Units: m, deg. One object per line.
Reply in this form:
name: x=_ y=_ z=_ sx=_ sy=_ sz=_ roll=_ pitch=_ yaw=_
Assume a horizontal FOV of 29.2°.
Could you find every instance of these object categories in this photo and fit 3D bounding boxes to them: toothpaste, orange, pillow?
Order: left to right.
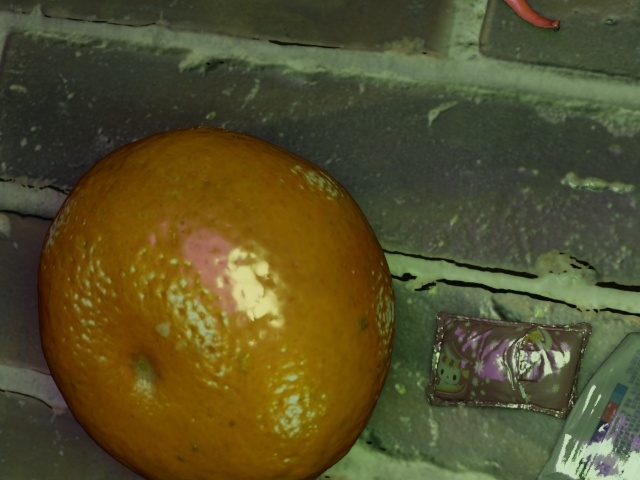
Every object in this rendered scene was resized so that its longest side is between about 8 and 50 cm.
orange: x=-0.110 y=0.076 z=1.378 sx=0.424 sy=0.326 sz=0.423 roll=13 pitch=115 yaw=29
pillow: x=0.218 y=0.144 z=1.429 sx=0.185 sy=0.043 sz=0.118 roll=6 pitch=87 yaw=20
toothpaste: x=0.344 y=0.189 z=1.372 sx=0.099 sy=0.068 sz=0.282 roll=27 pitch=93 yaw=41

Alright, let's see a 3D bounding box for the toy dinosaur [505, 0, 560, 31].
toy dinosaur: x=0.217 y=-0.372 z=1.557 sx=0.286 sy=0.070 sz=0.139 roll=34 pitch=66 yaw=20
